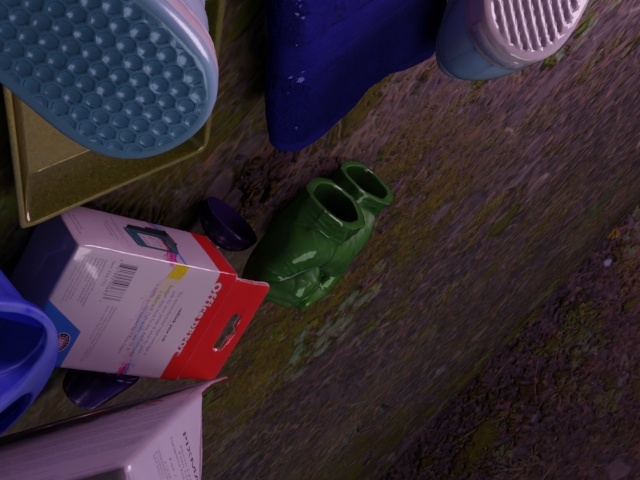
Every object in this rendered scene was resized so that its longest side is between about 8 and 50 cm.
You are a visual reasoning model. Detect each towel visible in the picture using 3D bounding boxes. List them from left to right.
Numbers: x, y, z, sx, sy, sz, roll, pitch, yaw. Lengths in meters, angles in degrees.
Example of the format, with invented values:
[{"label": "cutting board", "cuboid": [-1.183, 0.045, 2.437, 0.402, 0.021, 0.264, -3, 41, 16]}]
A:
[{"label": "towel", "cuboid": [0.031, -0.239, 0.885, 0.227, 0.076, 0.308, -39, 157, -23]}]

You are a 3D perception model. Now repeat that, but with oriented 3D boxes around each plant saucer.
[{"label": "plant saucer", "cuboid": [-0.174, -0.116, 0.811, 0.188, 0.045, 0.188, -28, 154, -28]}]

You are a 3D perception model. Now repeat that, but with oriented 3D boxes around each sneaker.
[{"label": "sneaker", "cuboid": [-0.183, -0.207, 0.568, 0.127, 0.208, 0.319, -30, 124, 18]}, {"label": "sneaker", "cuboid": [0.222, -0.303, 0.994, 0.366, 0.135, 0.150, -50, -164, -22]}]

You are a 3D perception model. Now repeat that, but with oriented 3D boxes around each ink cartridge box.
[{"label": "ink cartridge box", "cuboid": [-0.257, 0.235, 0.944, 0.308, 0.091, 0.385, -16, 180, 7]}, {"label": "ink cartridge box", "cuboid": [-0.178, 0.056, 0.973, 0.231, 0.078, 0.134, 15, 114, -44]}]

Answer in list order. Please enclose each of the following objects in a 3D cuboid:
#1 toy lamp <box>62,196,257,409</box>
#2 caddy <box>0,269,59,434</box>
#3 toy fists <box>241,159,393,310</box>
[{"label": "toy lamp", "cuboid": [-0.182, 0.077, 1.093, 0.275, 0.080, 0.080, -47, 156, 15]}, {"label": "caddy", "cuboid": [-0.369, 0.119, 0.758, 0.341, 0.179, 0.241, -20, 150, -40]}, {"label": "toy fists", "cuboid": [0.000, 0.000, 1.143, 0.142, 0.096, 0.279, -48, 178, 20]}]
